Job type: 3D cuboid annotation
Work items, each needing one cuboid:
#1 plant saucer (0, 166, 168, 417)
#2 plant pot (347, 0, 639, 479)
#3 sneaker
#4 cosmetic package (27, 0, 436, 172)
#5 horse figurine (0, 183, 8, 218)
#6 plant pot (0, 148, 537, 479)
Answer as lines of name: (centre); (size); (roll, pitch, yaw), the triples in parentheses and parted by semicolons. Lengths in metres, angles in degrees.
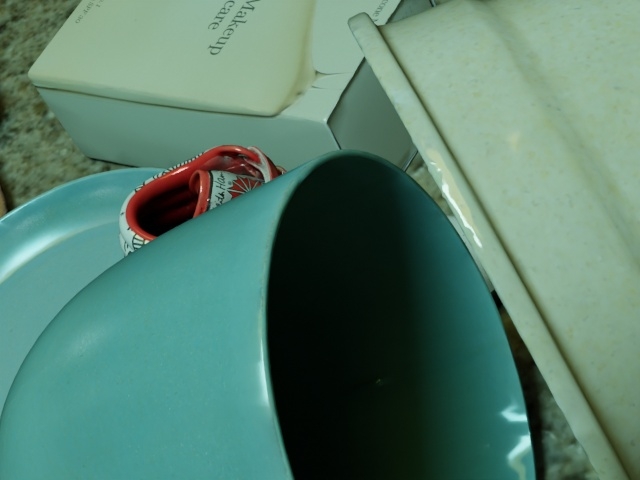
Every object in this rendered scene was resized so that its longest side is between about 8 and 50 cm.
plant saucer: (-0.183, 0.078, 1.200); (0.317, 0.044, 0.317); (-15, 47, 17)
plant pot: (0.226, -0.044, 0.829); (0.305, 0.334, 0.334); (-29, 44, 5)
sneaker: (-0.001, 0.001, 1.063); (0.270, 0.145, 0.090); (-8, 51, 1)
cosmetic package: (-0.063, -0.134, 1.275); (0.309, 0.113, 0.160); (10, 57, 35)
horse figurine: (-0.349, -0.089, 1.421); (0.174, 0.066, 0.263); (-18, 48, 21)
plant pot: (-0.044, 0.121, 0.929); (0.235, 0.293, 0.293); (-18, 45, 29)
